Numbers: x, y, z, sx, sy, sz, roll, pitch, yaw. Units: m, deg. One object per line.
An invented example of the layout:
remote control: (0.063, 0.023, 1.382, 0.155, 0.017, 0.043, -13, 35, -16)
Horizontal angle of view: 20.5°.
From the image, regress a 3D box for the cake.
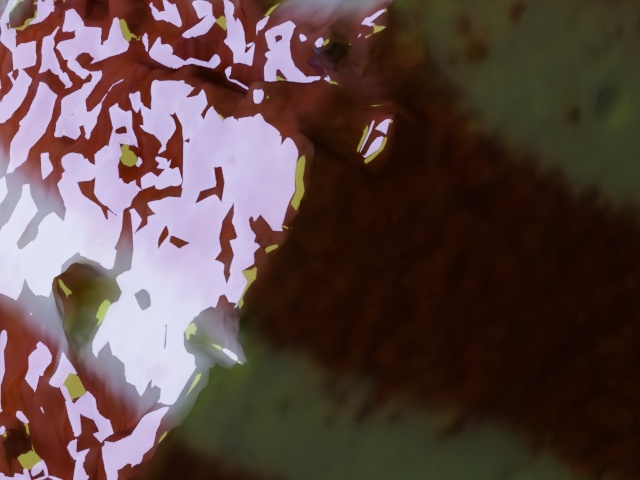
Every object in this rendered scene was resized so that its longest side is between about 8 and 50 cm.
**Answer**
cake: (0.000, 0.000, 0.697, 0.269, 0.270, 0.319, 29, 91, 49)
